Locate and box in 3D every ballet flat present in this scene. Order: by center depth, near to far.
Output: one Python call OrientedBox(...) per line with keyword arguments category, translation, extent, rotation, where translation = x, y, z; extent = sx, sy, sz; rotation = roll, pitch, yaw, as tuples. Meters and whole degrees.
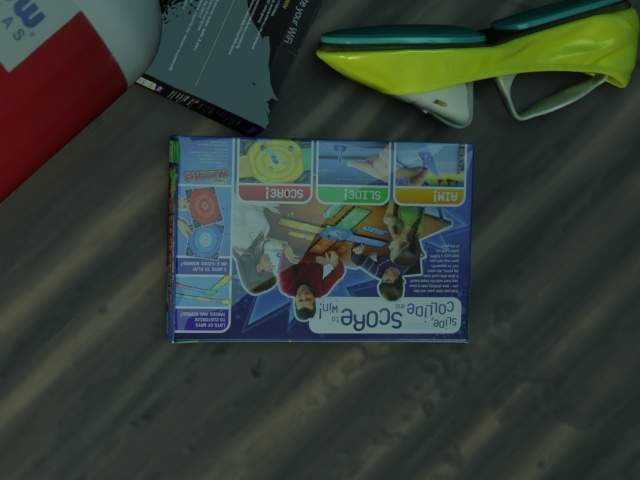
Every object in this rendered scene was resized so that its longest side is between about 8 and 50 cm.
OrientedBox(category="ballet flat", translation=(0.112, -0.116, 1.248), extent=(0.231, 0.077, 0.077), rotation=(-10, 105, -16))

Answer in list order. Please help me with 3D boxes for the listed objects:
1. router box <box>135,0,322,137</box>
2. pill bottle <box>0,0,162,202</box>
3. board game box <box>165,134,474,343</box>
OrientedBox(category="router box", translation=(-0.064, -0.176, 1.221), extent=(0.133, 0.046, 0.179), rotation=(25, 81, -11))
OrientedBox(category="pill bottle", translation=(-0.244, -0.122, 1.066), extent=(0.407, 0.229, 0.229), rotation=(-43, 96, -7))
OrientedBox(category="board game box", translation=(0.000, 0.000, 1.220), extent=(0.201, 0.035, 0.136), rotation=(1, 93, -13))
